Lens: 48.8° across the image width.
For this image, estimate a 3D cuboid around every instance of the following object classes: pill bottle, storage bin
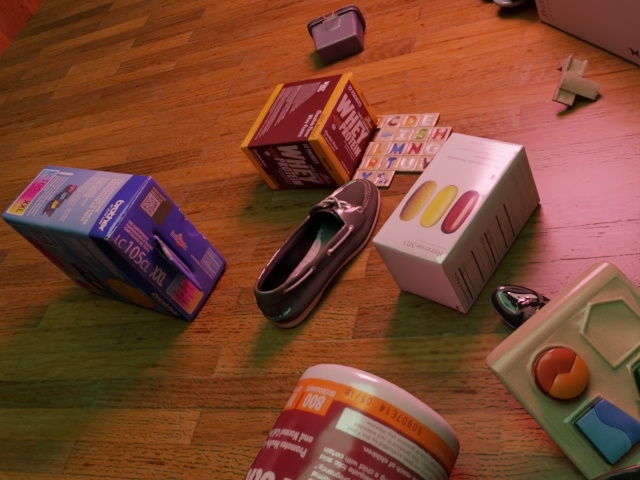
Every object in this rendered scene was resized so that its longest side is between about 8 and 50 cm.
[{"bbox_3d":[-0.010,0.364,0.824,0.224,0.224,0.392,9,56,36],"label":"pill bottle"},{"bbox_3d":[0.041,-0.491,1.690,0.135,0.098,0.091,-18,55,16],"label":"storage bin"}]

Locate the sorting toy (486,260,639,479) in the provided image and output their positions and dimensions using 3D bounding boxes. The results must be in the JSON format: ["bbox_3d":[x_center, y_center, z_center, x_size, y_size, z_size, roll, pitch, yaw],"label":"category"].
[{"bbox_3d":[0.391,0.135,0.867,0.307,0.041,0.229,-39,71,-6],"label":"sorting toy"}]

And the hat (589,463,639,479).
[{"bbox_3d":[0.349,0.380,0.662,0.332,0.134,0.331,-7,64,14],"label":"hat"}]

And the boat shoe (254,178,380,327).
[{"bbox_3d":[0.000,0.000,1.250,0.112,0.095,0.335,14,60,39],"label":"boat shoe"}]

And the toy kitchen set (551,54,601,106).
[{"bbox_3d":[0.464,-0.282,1.288,0.068,0.075,0.083,19,96,1],"label":"toy kitchen set"}]

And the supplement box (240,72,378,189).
[{"bbox_3d":[-0.019,-0.218,1.429,0.194,0.129,0.191,0,51,37],"label":"supplement box"}]

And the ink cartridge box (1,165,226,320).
[{"bbox_3d":[-0.368,0.004,1.338,0.396,0.270,0.151,7,58,36],"label":"ink cartridge box"}]

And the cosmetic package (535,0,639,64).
[{"bbox_3d":[0.566,-0.452,1.231,0.162,0.230,0.453,-36,41,-2],"label":"cosmetic package"}]

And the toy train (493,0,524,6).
[{"bbox_3d":[0.434,-0.628,1.553,0.190,0.142,0.333,-18,41,-1],"label":"toy train"}]

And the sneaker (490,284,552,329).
[{"bbox_3d":[0.316,0.105,0.975,0.067,0.078,0.188,-43,43,-11],"label":"sneaker"}]

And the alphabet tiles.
[{"bbox_3d":[0.135,-0.181,1.402,0.237,0.009,0.198,5,54,35],"label":"alphabet tiles"}]

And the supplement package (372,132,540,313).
[{"bbox_3d":[0.220,-0.032,1.118,0.139,0.133,0.244,19,63,41],"label":"supplement package"}]
